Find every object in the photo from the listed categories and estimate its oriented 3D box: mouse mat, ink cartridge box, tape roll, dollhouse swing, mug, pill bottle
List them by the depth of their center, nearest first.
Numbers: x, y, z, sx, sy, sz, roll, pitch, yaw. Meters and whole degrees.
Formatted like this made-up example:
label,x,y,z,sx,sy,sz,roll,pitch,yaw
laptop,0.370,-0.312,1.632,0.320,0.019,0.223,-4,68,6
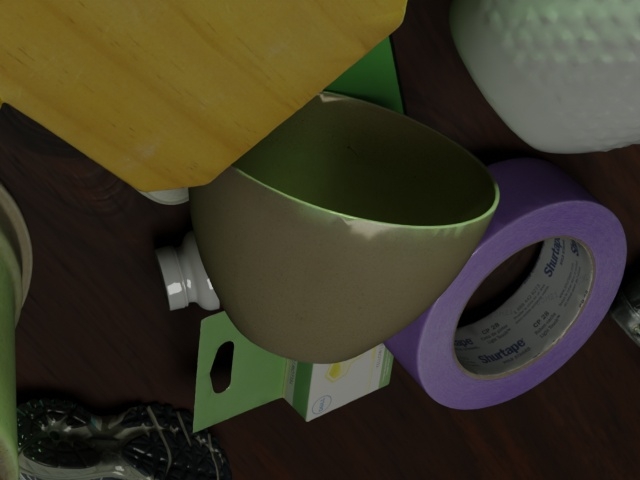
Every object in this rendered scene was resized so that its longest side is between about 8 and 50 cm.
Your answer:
label,x,y,z,sx,sy,sz,roll,pitch,yaw
dollhouse swing,-0.154,-0.263,1.176,0.347,0.315,0.305,-39,150,18
mug,0.262,-0.271,1.341,0.328,0.276,0.374,-34,102,24
mouse mat,-0.009,-0.133,1.492,0.190,0.007,0.152,-20,132,-7
pill bottle,-0.087,0.022,1.533,0.152,0.086,0.086,-14,131,-10
ink cartridge box,-0.021,0.120,1.615,0.235,0.056,0.171,-22,137,-33
tape roll,0.195,0.049,1.624,0.275,0.090,0.274,-22,136,-23

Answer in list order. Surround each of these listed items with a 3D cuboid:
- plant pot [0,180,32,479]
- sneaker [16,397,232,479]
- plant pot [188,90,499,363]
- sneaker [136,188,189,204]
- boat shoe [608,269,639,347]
label,x,y,z,sx,sy,sz,roll,pitch,yaw
plant pot,-0.402,0.120,1.340,0.334,0.305,0.333,-11,130,-13
sneaker,-0.233,0.246,1.666,0.283,0.110,0.122,17,137,-29
plant pot,0.000,0.000,1.393,0.284,0.284,0.191,5,118,-25
sneaker,-0.164,-0.131,1.359,0.110,0.118,0.292,-22,133,-6
boat shoe,0.459,0.140,1.843,0.119,0.121,0.335,-34,121,18
